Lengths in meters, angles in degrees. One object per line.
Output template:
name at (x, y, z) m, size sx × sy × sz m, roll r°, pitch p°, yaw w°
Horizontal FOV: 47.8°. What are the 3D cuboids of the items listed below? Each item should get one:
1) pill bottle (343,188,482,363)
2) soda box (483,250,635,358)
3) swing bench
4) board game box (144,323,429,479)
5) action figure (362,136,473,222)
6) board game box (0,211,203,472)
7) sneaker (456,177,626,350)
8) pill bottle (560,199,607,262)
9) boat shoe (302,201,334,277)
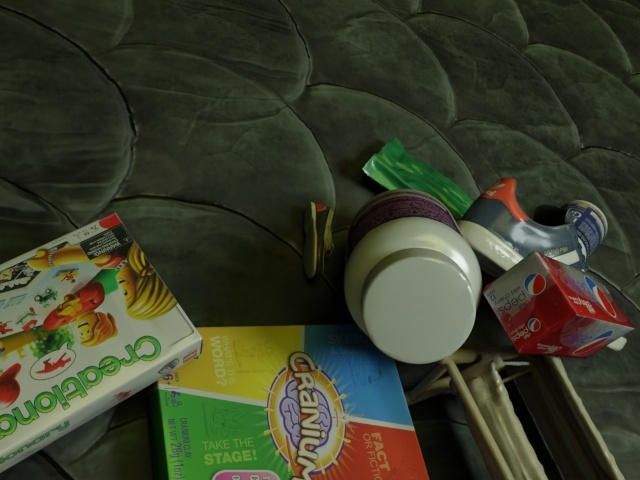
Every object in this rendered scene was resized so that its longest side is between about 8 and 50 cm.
pill bottle at (0.113, 0.040, 0.923) m, size 0.169 × 0.169 × 0.301 m, roll 31°, pitch 14°, yaw -4°
soda box at (0.307, 0.090, 0.913) m, size 0.263 × 0.083 × 0.092 m, roll 15°, pitch 42°, yaw -52°
swing bench at (0.263, 0.263, 0.926) m, size 0.254 × 0.165 × 0.253 m, roll -7°, pitch 59°, yaw -31°
board game box at (-0.041, 0.221, 0.862) m, size 0.316 × 0.064 × 0.242 m, roll 2°, pitch 56°, yaw -27°
action figure at (0.184, -0.070, 1.198) m, size 0.232 × 0.063 × 0.137 m, roll 37°, pitch 46°, yaw 7°
board game box at (-0.305, 0.113, 0.761) m, size 0.305 × 0.053 × 0.193 m, roll -30°, pitch 69°, yaw -27°
sneaker at (0.368, 0.036, 1.112) m, size 0.350 × 0.131 × 0.148 m, roll 37°, pitch 82°, yaw -20°
pill bottle at (0.422, 0.005, 1.247) m, size 0.094 × 0.094 × 0.169 m, roll 45°, pitch 48°, yaw 8°
boat shoe at (0.000, 0.000, 1.062) m, size 0.043 × 0.049 × 0.137 m, roll 16°, pitch 46°, yaw -19°
